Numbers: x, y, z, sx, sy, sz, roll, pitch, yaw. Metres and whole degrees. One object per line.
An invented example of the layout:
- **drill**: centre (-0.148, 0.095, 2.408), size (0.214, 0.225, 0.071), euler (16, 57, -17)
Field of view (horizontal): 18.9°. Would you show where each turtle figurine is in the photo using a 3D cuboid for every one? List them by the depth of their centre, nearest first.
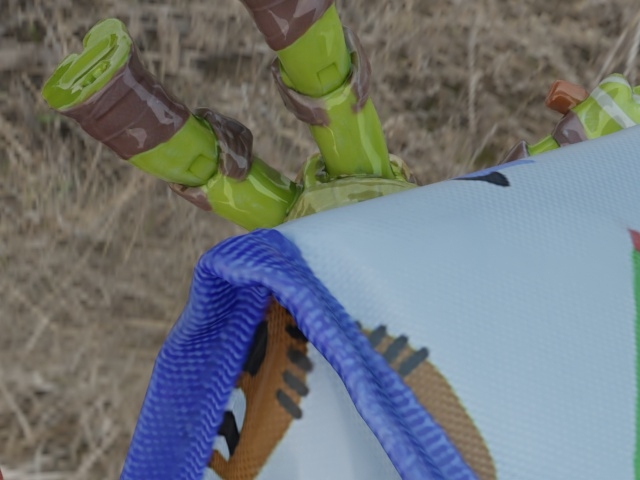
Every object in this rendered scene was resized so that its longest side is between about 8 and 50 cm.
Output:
- **turtle figurine**: centre (0.000, 0.000, 0.708), size (0.217, 0.269, 0.087), euler (47, 25, -26)

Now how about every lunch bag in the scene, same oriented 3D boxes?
- **lunch bag**: centre (0.098, 0.168, 0.493), size (0.328, 0.385, 0.239), euler (-14, 50, -41)

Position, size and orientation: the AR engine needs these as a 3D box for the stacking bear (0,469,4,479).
- **stacking bear**: centre (-0.274, 0.138, 0.799), size (0.164, 0.289, 0.175), euler (39, 110, 17)
